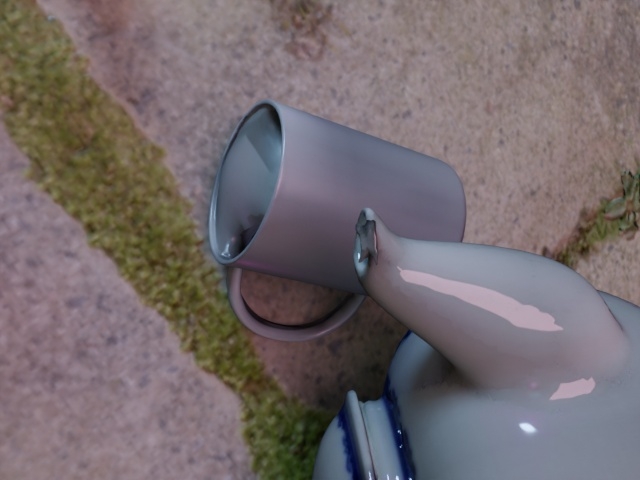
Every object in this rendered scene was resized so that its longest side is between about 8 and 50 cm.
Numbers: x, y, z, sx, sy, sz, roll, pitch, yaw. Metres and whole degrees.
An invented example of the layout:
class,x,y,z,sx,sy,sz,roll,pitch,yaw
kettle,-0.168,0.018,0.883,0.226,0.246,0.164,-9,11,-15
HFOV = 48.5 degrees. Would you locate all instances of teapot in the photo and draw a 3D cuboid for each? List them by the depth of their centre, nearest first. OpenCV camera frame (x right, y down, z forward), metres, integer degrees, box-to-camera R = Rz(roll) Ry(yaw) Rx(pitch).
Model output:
class,x,y,z,sx,sy,sz,roll,pitch,yaw
teapot,0.097,0.156,0.409,0.280,0.252,0.423,-10,121,0

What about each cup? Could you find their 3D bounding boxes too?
class,x,y,z,sx,sy,sz,roll,pitch,yaw
cup,0.000,-0.009,0.445,0.133,0.136,0.099,13,48,-28
